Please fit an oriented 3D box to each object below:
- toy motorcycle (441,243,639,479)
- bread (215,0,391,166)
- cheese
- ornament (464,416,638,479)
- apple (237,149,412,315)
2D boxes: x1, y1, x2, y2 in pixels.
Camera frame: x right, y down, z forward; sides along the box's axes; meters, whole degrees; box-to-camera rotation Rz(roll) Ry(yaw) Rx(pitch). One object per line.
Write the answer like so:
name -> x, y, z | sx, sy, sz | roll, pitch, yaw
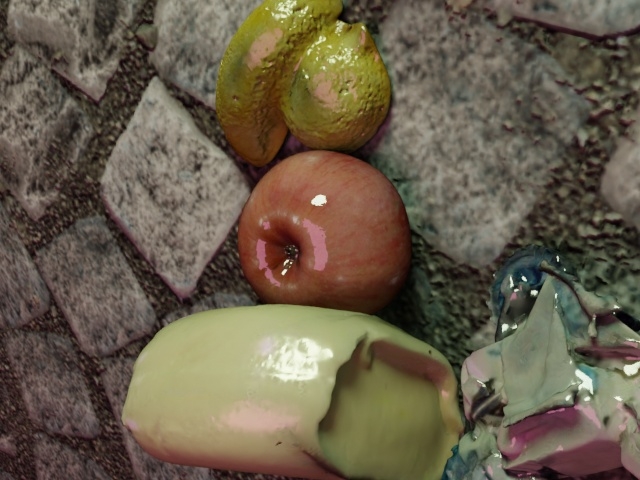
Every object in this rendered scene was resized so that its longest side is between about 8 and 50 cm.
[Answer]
toy motorcycle -> 0.165, 0.128, 0.511 | 0.108, 0.239, 0.204 | 31, 97, -20
bread -> -0.028, -0.122, 0.650 | 0.149, 0.065, 0.188 | 47, 126, 3
cheese -> -0.018, 0.135, 0.630 | 0.233, 0.266, 0.127 | -9, 65, 42
ornament -> 0.228, 0.203, 0.594 | 0.236, 0.080, 0.202 | 5, 107, 33
apple -> 0.000, 0.000, 0.642 | 0.153, 0.120, 0.154 | 14, 116, 30
